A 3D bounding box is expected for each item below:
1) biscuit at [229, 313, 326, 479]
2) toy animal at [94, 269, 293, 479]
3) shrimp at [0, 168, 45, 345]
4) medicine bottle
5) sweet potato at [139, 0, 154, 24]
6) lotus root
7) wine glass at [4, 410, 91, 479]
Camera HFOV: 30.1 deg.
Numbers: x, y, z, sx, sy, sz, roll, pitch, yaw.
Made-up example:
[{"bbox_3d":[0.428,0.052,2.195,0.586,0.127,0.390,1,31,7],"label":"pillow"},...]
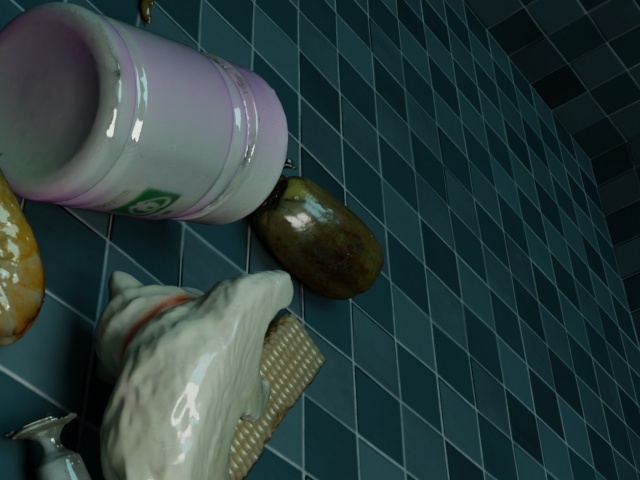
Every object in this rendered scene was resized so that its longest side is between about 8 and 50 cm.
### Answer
[{"bbox_3d":[-0.091,0.198,1.414,0.094,0.054,0.378,57,26,-8],"label":"biscuit"},{"bbox_3d":[-0.163,0.177,1.181,0.266,0.188,0.307,-41,143,-79],"label":"toy animal"},{"bbox_3d":[-0.355,-0.031,1.150,0.152,0.063,0.287,-10,75,-52],"label":"shrimp"},{"bbox_3d":[-0.207,-0.131,1.343,0.325,0.212,0.212,7,59,-60],"label":"medicine bottle"},{"bbox_3d":[-0.248,-0.355,1.709,0.026,0.026,0.115,41,35,-37],"label":"sweet potato"},{"bbox_3d":[0.000,0.000,1.702,0.241,0.124,0.123,40,17,-34],"label":"lotus root"},{"bbox_3d":[-0.231,0.237,1.095,0.072,0.072,0.155,-2,67,-63],"label":"wine glass"}]
